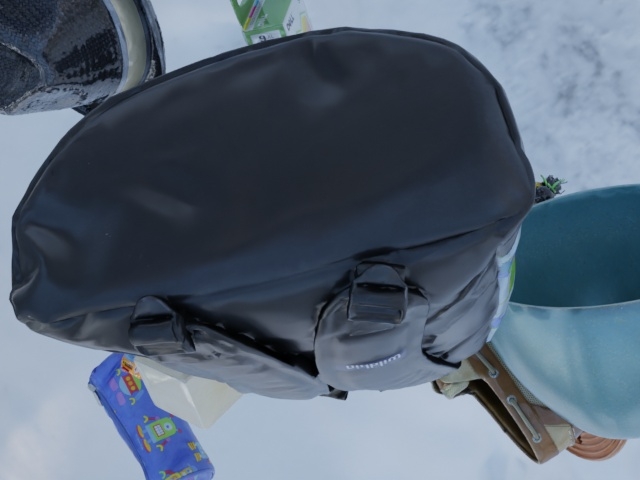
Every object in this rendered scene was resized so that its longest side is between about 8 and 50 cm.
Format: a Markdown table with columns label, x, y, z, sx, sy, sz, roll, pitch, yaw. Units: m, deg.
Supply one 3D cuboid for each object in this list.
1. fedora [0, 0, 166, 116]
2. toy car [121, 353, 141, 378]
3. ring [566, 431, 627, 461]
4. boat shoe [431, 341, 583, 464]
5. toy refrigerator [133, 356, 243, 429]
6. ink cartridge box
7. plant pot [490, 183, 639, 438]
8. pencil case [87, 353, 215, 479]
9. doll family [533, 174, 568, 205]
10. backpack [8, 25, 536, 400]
| label | x | y | z | sx | sy | sz | roll | pitch | yaw |
| --- | --- | --- | --- | --- | --- | --- | --- | --- | --- |
| fedora | -0.335 | -0.236 | 1.245 | 0.334 | 0.152 | 0.334 | 31 | 142 | 27 |
| toy car | -0.289 | 0.146 | 1.535 | 0.122 | 0.040 | 0.060 | 45 | 130 | 10 |
| ring | 0.326 | 0.133 | 1.468 | 0.336 | 0.032 | 0.337 | 165 | 90 | -72 |
| boat shoe | 0.184 | 0.137 | 1.313 | 0.324 | 0.120 | 0.122 | 41 | 164 | 16 |
| toy refrigerator | -0.102 | 0.117 | 1.408 | 0.102 | 0.269 | 0.094 | 16 | 135 | 39 |
| ink cartridge box | -0.050 | -0.265 | 1.439 | 0.062 | 0.109 | 0.209 | -10 | 125 | 19 |
| plant pot | 0.305 | 0.086 | 1.113 | 0.290 | 0.290 | 0.195 | 1 | 116 | 37 |
| pencil case | -0.319 | 0.337 | 2.002 | 0.306 | 0.133 | 0.119 | 54 | 145 | 20 |
| doll family | 0.230 | -0.068 | 1.285 | 0.193 | 0.111 | 0.076 | 36 | 94 | 2 |
| backpack | 0.000 | 0.000 | 0.727 | 0.290 | 0.273 | 0.355 | -13 | 150 | 11 |
